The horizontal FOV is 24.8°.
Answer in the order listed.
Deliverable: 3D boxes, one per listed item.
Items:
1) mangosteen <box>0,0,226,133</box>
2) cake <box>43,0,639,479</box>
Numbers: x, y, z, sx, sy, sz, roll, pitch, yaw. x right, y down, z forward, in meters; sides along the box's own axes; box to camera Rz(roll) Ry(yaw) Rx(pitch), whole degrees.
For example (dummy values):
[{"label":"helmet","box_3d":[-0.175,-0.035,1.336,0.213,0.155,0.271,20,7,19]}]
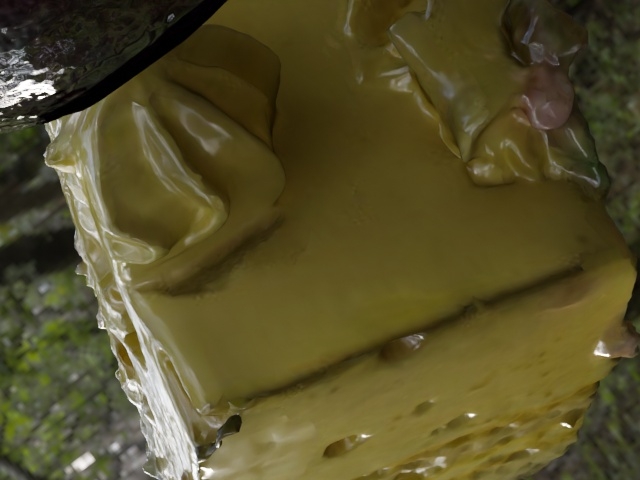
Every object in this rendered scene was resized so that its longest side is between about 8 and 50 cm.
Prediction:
[{"label":"mangosteen","box_3d":[-0.110,-0.135,0.395,0.216,0.216,0.216,53,-179,-2]},{"label":"cake","box_3d":[0.000,0.000,0.680,0.286,0.227,0.222,94,151,-60]}]
